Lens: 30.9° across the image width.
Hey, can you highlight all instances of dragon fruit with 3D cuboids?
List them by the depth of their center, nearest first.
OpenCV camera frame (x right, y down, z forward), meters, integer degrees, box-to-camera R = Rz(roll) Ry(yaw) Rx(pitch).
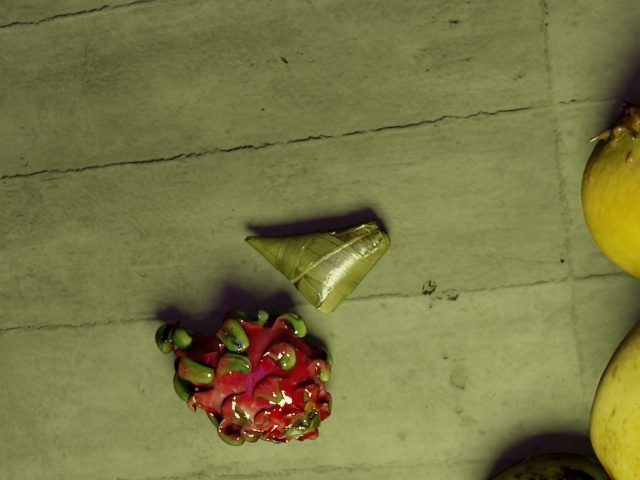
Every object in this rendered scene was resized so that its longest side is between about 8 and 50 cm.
[{"bbox_3d":[-0.114,0.202,1.687,0.272,0.218,0.198,-10,48,19],"label":"dragon fruit"}]

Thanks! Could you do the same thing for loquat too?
[{"bbox_3d":[0.469,-0.079,1.500,0.274,0.275,0.275,-1,88,14],"label":"loquat"}]

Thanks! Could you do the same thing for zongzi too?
[{"bbox_3d":[0.000,0.000,1.720,0.176,0.078,0.160,44,93,15],"label":"zongzi"}]

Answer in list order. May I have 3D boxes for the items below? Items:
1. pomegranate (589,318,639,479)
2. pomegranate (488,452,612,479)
[{"bbox_3d":[0.517,0.234,1.415,0.416,0.416,0.417,-1,88,14],"label":"pomegranate"},{"bbox_3d":[0.318,0.439,1.554,0.242,0.242,0.306,-18,100,13],"label":"pomegranate"}]
